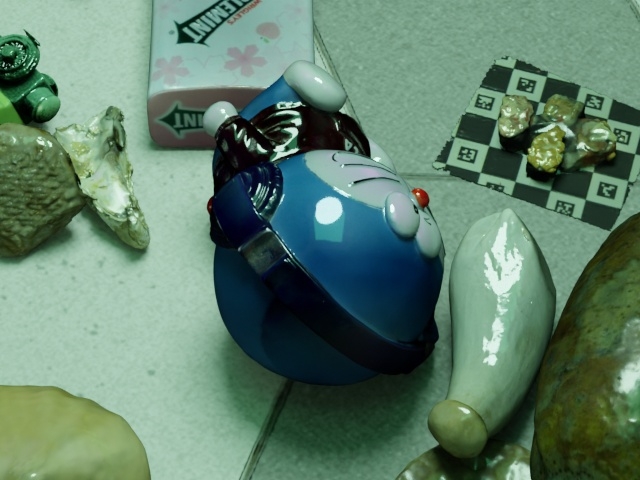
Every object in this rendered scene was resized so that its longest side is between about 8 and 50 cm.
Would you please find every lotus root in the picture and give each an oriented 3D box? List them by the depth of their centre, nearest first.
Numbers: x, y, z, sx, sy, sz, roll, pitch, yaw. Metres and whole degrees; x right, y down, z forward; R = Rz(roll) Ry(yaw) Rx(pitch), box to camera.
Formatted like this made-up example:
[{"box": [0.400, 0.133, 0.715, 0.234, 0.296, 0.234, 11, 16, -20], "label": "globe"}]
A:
[{"box": [0.317, 0.148, 1.599, 0.250, 0.250, 0.346, 22, 50, 13], "label": "lotus root"}]

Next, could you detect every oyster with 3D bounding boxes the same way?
[{"box": [-0.235, -0.069, 1.870, 0.106, 0.061, 0.199, -12, 51, 11], "label": "oyster"}]

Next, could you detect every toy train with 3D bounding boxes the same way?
[{"box": [-0.402, -0.188, 1.915, 0.157, 0.105, 0.253, -42, 63, -12], "label": "toy train"}]

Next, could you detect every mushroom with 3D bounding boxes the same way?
[{"box": [0.172, 0.106, 1.713, 0.103, 0.118, 0.270, -18, 45, 36], "label": "mushroom"}]

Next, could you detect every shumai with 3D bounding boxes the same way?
[{"box": [-0.309, -0.068, 1.825, 0.146, 0.145, 0.116, 4, 22, 1], "label": "shumai"}]

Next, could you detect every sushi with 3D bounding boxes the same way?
[{"box": [0.258, -0.122, 1.921, 0.210, 0.040, 0.192, 23, 57, 13], "label": "sushi"}]

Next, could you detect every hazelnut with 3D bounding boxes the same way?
[{"box": [-0.271, 0.241, 1.526, 0.261, 0.241, 0.261, 3, 59, -5], "label": "hazelnut"}]

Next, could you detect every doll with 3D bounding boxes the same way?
[{"box": [0.000, 0.000, 1.716, 0.240, 0.284, 0.310, -44, 43, 15], "label": "doll"}]

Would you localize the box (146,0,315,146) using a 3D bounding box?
[{"box": [-0.100, -0.279, 1.978, 0.190, 0.112, 0.369, -1, 55, -4], "label": "box"}]

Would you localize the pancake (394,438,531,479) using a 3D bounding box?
[{"box": [0.169, 0.290, 1.626, 0.236, 0.042, 0.222, 27, 51, 13], "label": "pancake"}]
